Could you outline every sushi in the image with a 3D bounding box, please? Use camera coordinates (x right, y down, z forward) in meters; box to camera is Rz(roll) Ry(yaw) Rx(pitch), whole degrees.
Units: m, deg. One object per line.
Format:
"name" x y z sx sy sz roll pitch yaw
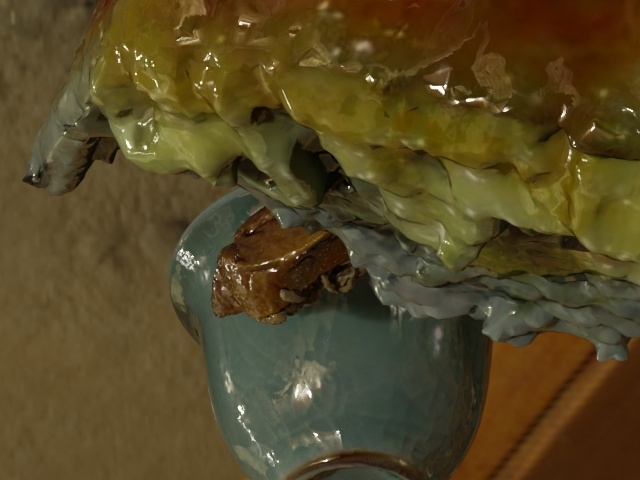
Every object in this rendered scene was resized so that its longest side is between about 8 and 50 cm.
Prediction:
"sushi" 0.000 0.000 0.882 0.120 0.052 0.055 -36 134 -5
"sushi" 0.051 -0.054 0.515 0.274 0.139 0.184 15 167 17

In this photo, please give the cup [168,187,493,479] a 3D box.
"cup" 0.016 0.078 1.010 0.199 0.150 0.199 -1 140 -1
